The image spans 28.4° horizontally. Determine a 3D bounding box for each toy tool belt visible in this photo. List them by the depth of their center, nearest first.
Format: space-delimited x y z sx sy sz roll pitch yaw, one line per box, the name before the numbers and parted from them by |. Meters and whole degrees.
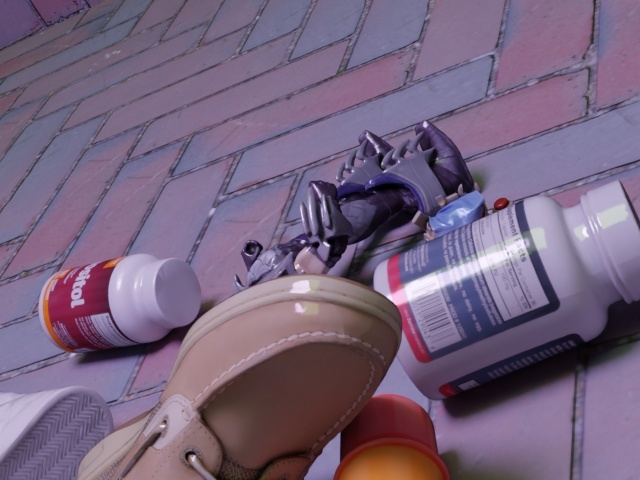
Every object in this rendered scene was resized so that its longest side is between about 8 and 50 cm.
toy tool belt | 0.120 -0.022 1.050 0.083 0.051 0.052 -33 26 -3

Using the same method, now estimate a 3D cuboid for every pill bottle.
pill bottle | 0.138 0.031 0.872 0.180 0.108 0.108 -24 27 15
pill bottle | -0.191 0.059 1.211 0.152 0.086 0.086 -12 32 36

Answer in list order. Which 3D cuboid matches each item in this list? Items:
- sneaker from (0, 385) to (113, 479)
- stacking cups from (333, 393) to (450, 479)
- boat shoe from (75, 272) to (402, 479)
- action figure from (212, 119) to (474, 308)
sneaker | -0.322 0.227 1.048 0.169 0.108 0.292 -6 26 46
stacking cups | 0.048 0.190 0.705 0.096 0.096 0.316 -25 26 14
boat shoe | -0.061 0.144 0.812 0.341 0.122 0.110 -47 28 41
action figure | 0.000 0.000 1.077 0.285 0.099 0.185 -40 7 -36
